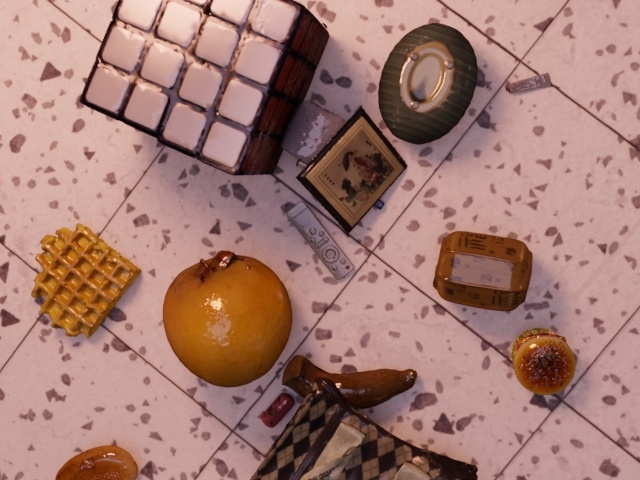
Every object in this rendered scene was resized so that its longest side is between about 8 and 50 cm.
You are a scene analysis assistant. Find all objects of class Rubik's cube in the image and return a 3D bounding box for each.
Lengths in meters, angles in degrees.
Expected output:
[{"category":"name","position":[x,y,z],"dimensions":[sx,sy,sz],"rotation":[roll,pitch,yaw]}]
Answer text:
[{"category":"Rubik's cube","position":[-0.211,-0.339,1.758],"dimensions":[0.337,0.344,0.343],"rotation":[24,95,7]}]

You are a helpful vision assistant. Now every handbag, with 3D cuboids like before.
[{"category":"handbag","position":[0.084,0.497,1.822],"dimensions":[0.416,0.180,0.316],"rotation":[29,105,2]}]

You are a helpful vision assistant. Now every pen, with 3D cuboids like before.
[{"category":"pen","position":[0.042,-0.120,1.891],"dimensions":[0.204,0.025,0.025],"rotation":[28,96,5]}]

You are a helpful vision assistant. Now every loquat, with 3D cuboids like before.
[{"category":"loquat","position":[-0.188,0.151,1.820],"dimensions":[0.275,0.275,0.274],"rotation":[0,93,8]}]

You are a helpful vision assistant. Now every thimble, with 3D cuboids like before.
[{"category":"thimble","position":[0.003,-0.211,1.827],"dimensions":[0.127,0.151,0.117],"rotation":[32,100,36]}]

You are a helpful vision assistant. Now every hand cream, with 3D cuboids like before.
[{"category":"hand cream","position":[0.426,-0.319,1.829],"dimensions":[0.093,0.019,0.030],"rotation":[-13,92,6]}]

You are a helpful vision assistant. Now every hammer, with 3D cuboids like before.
[{"category":"hammer","position":[-0.093,0.365,1.928],"dimensions":[0.043,0.043,0.083],"rotation":[41,99,4]}]

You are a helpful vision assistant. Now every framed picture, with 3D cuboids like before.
[{"category":"framed picture","position":[0.069,-0.138,1.811],"dimensions":[0.199,0.010,0.195],"rotation":[-48,126,-5]}]

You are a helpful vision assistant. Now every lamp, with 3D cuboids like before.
[{"category":"lamp","position":[0.325,0.060,1.797],"dimensions":[0.185,0.161,0.161],"rotation":[11,94,7]}]

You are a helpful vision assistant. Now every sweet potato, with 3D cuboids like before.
[{"category":"sweet potato","position":[0.060,0.298,1.879],"dimensions":[0.286,0.085,0.112],"rotation":[-1,88,8]}]

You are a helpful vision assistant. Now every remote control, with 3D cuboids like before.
[{"category":"remote control","position":[0.000,0.000,1.904],"dimensions":[0.050,0.027,0.184],"rotation":[-37,92,10]}]

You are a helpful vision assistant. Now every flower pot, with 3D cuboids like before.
[{"category":"flower pot","position":[0.213,-0.313,1.791],"dimensions":[0.189,0.157,0.243],"rotation":[19,94,8]}]

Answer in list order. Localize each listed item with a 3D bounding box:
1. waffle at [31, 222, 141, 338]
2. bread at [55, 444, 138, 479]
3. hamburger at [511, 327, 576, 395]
[{"category":"waffle","position":[-0.546,0.083,1.969],"dimensions":[0.219,0.057,0.229],"rotation":[40,98,5]},{"category":"bread","position":[-0.492,0.511,1.975],"dimensions":[0.189,0.077,0.114],"rotation":[-16,111,8]},{"category":"hamburger","position":[0.454,0.246,1.822],"dimensions":[0.127,0.081,0.141],"rotation":[-5,93,8]}]
